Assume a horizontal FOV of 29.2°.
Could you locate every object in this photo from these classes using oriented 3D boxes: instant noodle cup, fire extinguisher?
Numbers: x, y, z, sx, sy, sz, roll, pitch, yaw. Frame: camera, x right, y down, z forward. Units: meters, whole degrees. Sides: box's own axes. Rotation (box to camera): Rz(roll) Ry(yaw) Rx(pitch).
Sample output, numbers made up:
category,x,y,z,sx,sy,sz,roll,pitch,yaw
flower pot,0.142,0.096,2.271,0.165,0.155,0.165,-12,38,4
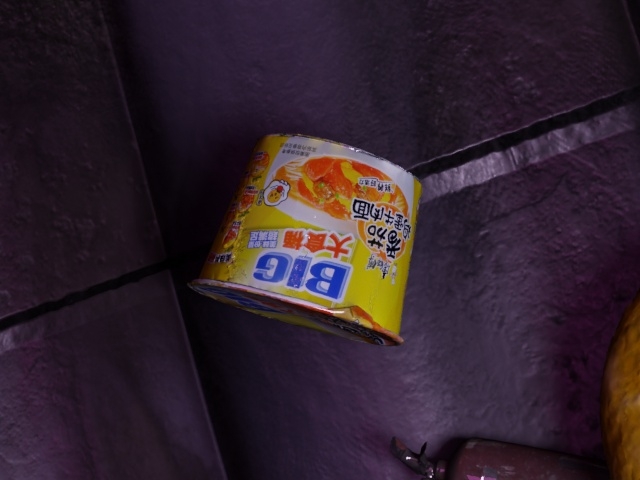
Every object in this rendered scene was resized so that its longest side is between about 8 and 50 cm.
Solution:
category,x,y,z,sx,sy,sz,roll,pitch,yaw
instant noodle cup,0.000,0.000,1.113,0.205,0.205,0.153,15,80,18
fire extinguisher,0.196,0.215,1.076,0.267,0.089,0.072,8,63,18

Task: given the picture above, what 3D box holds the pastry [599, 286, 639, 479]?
category,x,y,z,sx,sy,sz,roll,pitch,yaw
pastry,0.389,0.139,0.954,0.355,0.164,0.356,0,76,2
